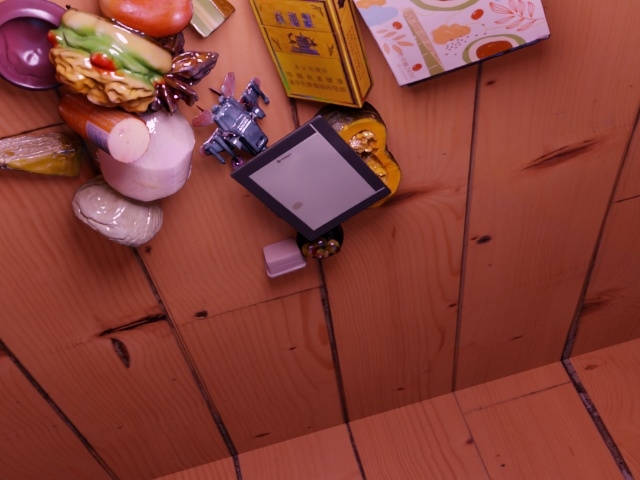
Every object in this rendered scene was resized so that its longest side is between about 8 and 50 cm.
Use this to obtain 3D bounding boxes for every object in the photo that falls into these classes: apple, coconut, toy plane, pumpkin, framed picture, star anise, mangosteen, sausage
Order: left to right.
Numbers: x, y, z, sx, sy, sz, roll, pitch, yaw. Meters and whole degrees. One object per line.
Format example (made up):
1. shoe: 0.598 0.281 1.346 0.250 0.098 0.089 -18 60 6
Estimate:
1. sausage: -0.456 -0.244 1.525 0.093 0.312 0.093 -20 123 -34
2. apple: -0.326 -0.473 1.397 0.199 0.199 0.199 -11 141 -9
3. coconut: -0.384 -0.213 1.659 0.224 0.224 0.234 -11 143 -10
4. star anise: -0.338 -0.344 1.545 0.220 0.214 0.099 23 162 11
5. toy plane: -0.165 -0.247 1.764 0.223 0.104 0.326 -55 136 -6
6. framed picture: -0.014 -0.140 1.828 0.265 0.016 0.347 -31 138 19
7. mangosteen: 0.000 0.000 2.109 0.137 0.151 0.137 -2 126 -3
8. pumpkin: 0.072 -0.212 1.894 0.222 0.139 0.317 -23 143 2

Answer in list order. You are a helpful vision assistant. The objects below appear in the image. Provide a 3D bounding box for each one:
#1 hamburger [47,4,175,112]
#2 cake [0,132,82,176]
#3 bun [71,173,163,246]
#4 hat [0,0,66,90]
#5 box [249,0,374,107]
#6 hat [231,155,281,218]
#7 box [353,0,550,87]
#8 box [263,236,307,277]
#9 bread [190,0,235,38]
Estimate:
1. hamburger: -0.398 -0.325 1.387 0.237 0.237 0.148 21 93 -39
2. cake: -0.636 -0.187 1.705 0.185 0.079 0.116 -19 155 -15
3. bun: -0.477 -0.086 1.774 0.220 0.220 0.134 17 112 -36
4. hat: -0.560 -0.388 1.464 0.206 0.089 0.205 -11 135 -11
5. box: -0.015 -0.423 1.570 0.193 0.084 0.301 13 151 25
6. hat: -0.129 -0.157 1.924 0.227 0.129 0.140 35 87 -27
7. box: 0.254 -0.527 1.538 0.345 0.122 0.385 -16 144 20
8. box: -0.107 0.046 2.177 0.122 0.089 0.062 -20 131 0
9. bread: -0.252 -0.492 1.526 0.074 0.084 0.139 -39 107 24
